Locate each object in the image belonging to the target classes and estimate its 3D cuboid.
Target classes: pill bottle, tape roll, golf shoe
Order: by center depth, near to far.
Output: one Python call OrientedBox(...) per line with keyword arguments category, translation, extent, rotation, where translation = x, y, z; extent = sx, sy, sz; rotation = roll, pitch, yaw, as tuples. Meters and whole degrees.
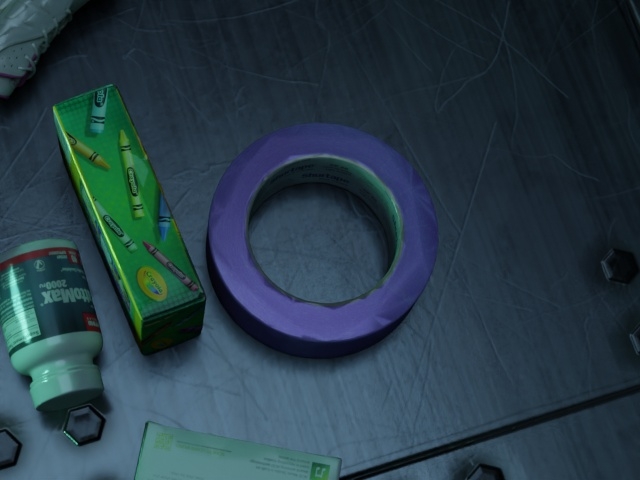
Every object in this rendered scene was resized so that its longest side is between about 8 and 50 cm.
OrientedBox(category="pill bottle", translation=(-0.310, 0.098, 1.607), extent=(0.108, 0.108, 0.180), rotation=(-15, 75, -11))
OrientedBox(category="tape roll", translation=(0.000, 0.000, 1.687), extent=(0.275, 0.090, 0.274), rotation=(2, 73, -6))
OrientedBox(category="golf shoe", translation=(-0.373, -0.253, 1.724), extent=(0.306, 0.115, 0.140), rotation=(-27, 85, -6))

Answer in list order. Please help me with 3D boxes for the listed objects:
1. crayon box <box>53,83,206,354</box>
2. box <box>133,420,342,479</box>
OrientedBox(category="crayon box", translation=(-0.222, -0.020, 1.626), extent=(0.081, 0.165, 0.278), rotation=(-21, 76, -13))
OrientedBox(category="box", translation=(-0.116, 0.382, 1.567), extent=(0.232, 0.058, 0.322), rotation=(12, 70, -3))
